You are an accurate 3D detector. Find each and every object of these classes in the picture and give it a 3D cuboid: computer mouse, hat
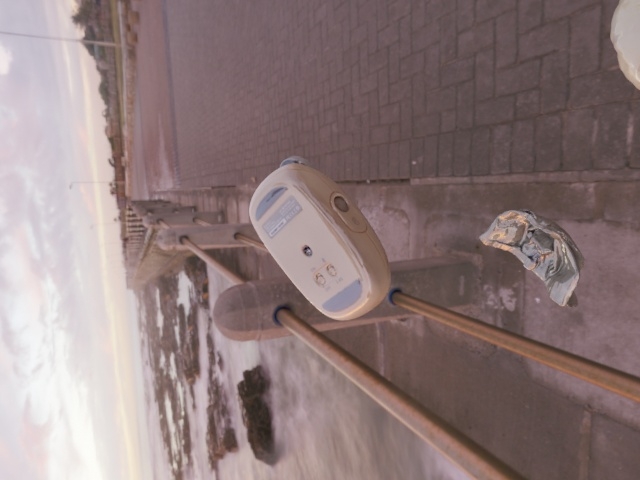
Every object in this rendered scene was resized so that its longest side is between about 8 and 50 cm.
[{"bbox_3d":[0.000,0.000,0.574,0.236,0.082,0.145,51,127,6],"label":"computer mouse"},{"bbox_3d":[0.469,0.021,0.846,0.214,0.244,0.149,49,127,35],"label":"hat"}]

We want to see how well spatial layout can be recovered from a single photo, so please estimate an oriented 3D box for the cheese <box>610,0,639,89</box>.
[{"bbox_3d":[0.453,-0.217,0.419,0.247,0.251,0.174,4,72,43],"label":"cheese"}]
